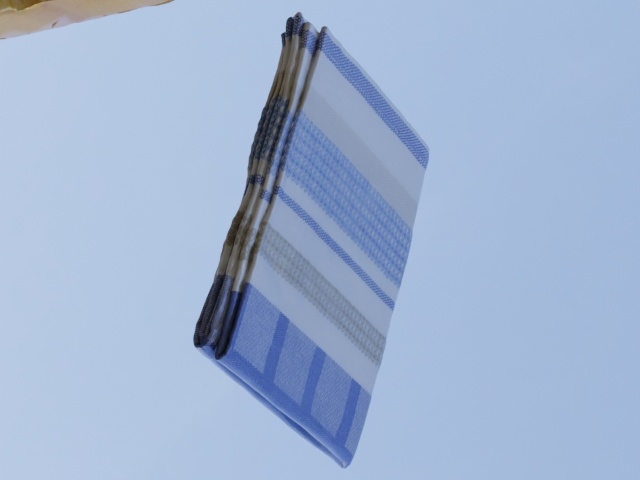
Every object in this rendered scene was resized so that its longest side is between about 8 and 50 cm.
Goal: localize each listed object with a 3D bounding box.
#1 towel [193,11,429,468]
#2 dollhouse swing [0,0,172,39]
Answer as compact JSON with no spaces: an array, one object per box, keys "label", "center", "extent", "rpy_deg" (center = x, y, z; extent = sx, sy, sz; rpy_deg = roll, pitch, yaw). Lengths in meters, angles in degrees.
[{"label":"towel","center":[0.000,0.000,1.476],"extent":[0.034,0.209,0.285],"rpy_deg":[-2,-119,33]},{"label":"dollhouse swing","center":[-0.204,-0.283,0.804],"extent":[0.347,0.315,0.305],"rpy_deg":[-14,-123,-13]}]
